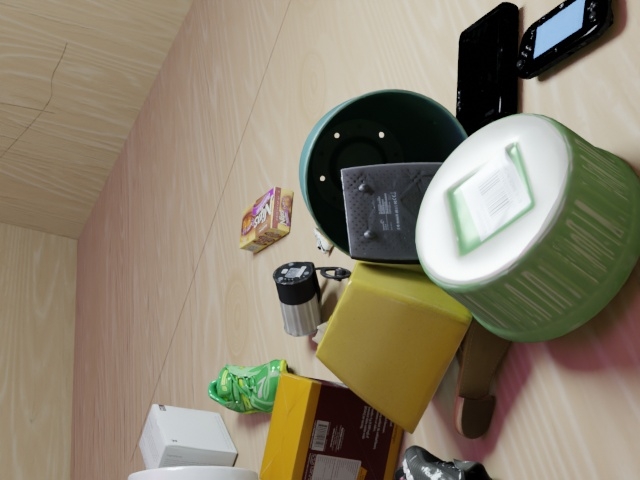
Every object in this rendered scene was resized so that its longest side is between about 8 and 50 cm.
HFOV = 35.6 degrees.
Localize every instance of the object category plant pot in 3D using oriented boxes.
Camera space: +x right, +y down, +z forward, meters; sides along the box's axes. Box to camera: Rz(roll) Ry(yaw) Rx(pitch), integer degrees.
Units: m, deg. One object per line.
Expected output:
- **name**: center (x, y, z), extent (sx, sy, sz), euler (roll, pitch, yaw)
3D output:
- **plant pot**: center (0.093, -0.121, 1.740), extent (0.235, 0.293, 0.293), euler (-141, 68, -74)
- **plant pot**: center (0.111, 0.138, 1.568), extent (0.212, 0.187, 0.212), euler (-60, -6, -71)

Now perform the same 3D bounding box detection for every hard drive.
- **hard drive**: center (0.162, -0.039, 1.580), extent (0.054, 0.255, 0.172), euler (105, 161, -64)

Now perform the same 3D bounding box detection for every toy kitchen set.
- **toy kitchen set**: center (0.045, 0.181, 1.955), extent (0.083, 0.075, 0.068), euler (33, 116, 22)

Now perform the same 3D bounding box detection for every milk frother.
- **milk frother**: center (-0.009, 0.116, 2.037), extent (0.143, 0.129, 0.134), euler (16, 130, 37)

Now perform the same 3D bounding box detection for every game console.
- **game console**: center (0.337, -0.317, 1.607), extent (0.361, 0.044, 0.213), euler (-29, 51, 56)

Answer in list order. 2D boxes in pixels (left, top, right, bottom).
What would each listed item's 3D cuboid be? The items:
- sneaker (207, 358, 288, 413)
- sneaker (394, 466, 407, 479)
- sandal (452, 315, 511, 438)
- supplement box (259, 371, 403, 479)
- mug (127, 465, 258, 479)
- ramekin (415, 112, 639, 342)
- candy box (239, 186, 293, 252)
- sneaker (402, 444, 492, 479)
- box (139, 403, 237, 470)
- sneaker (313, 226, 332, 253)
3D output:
- **sneaker**: center (-0.162, 0.326, 2.191), extent (0.295, 0.124, 0.109), euler (-33, 48, 54)
- **sneaker**: center (0.140, 0.404, 1.609), extent (0.047, 0.057, 0.119), euler (-69, 25, 17)
- **sandal**: center (0.229, 0.174, 1.513), extent (0.079, 0.088, 0.240), euler (19, 99, 59)
- **supplement box**: center (0.023, 0.342, 1.719), extent (0.129, 0.194, 0.191), euler (0, 77, 64)
- **mug**: center (-0.221, 0.640, 2.029), extent (0.374, 0.276, 0.328), euler (-14, 66, 28)
- **ramekin**: center (0.274, -0.026, 1.365), extent (0.303, 0.148, 0.303), euler (-33, 41, 34)
- **candy box**: center (-0.133, -0.048, 2.418), extent (0.187, 0.053, 0.109), euler (-31, 50, 58)
- **sneaker**: center (0.204, 0.361, 1.483), extent (0.106, 0.078, 0.234), euler (-65, 31, 14)
- **box**: center (-0.315, 0.491, 2.352), extent (0.119, 0.182, 0.181), euler (-70, 25, 16)
- **sneaker**: center (0.000, 0.000, 2.141), extent (0.037, 0.032, 0.083), euler (-67, 26, 17)
